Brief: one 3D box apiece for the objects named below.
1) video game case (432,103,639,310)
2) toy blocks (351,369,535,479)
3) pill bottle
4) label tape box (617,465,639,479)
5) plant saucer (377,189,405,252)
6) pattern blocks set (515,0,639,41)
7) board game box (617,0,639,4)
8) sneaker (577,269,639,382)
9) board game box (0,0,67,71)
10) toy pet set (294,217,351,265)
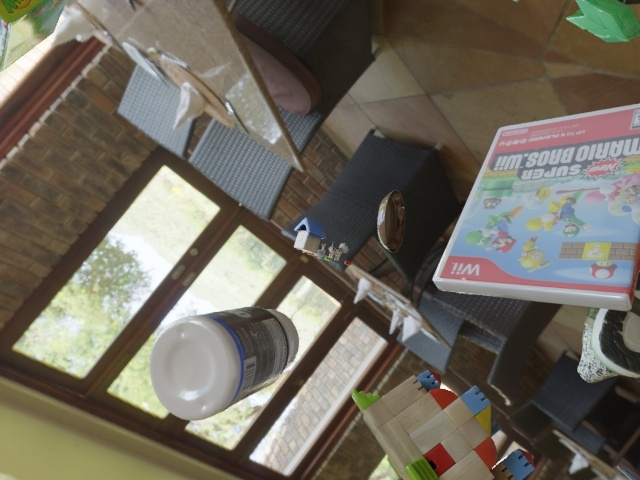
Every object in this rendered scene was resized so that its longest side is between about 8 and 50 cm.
[{"bbox_3d":[0.278,-0.052,0.529,0.204,0.285,0.025,2,142,46],"label":"video game case"},{"bbox_3d":[0.284,0.436,0.964,0.381,0.261,0.190,51,163,31],"label":"toy blocks"},{"bbox_3d":[-0.074,0.098,0.383,0.078,0.078,0.137,36,-172,18],"label":"pill bottle"},{"bbox_3d":[0.409,0.373,0.348,0.241,0.105,0.334,34,-178,5],"label":"label tape box"},{"bbox_3d":[0.189,-0.051,1.172,0.029,0.168,0.168,3,157,28],"label":"plant saucer"},{"bbox_3d":[0.178,-0.283,0.270,0.285,0.026,0.324,52,175,39],"label":"pattern blocks set"},{"bbox_3d":[0.506,-0.397,0.630,0.186,0.026,0.126,16,172,32],"label":"board game box"},{"bbox_3d":[0.684,0.168,1.021,0.158,0.410,0.182,37,144,15],"label":"sneaker"},{"bbox_3d":[-0.346,-0.261,0.501,0.181,0.092,0.043,4,142,51],"label":"board game box"},{"bbox_3d":[0.000,0.000,0.916,0.114,0.065,0.122,22,173,-33],"label":"toy pet set"}]
